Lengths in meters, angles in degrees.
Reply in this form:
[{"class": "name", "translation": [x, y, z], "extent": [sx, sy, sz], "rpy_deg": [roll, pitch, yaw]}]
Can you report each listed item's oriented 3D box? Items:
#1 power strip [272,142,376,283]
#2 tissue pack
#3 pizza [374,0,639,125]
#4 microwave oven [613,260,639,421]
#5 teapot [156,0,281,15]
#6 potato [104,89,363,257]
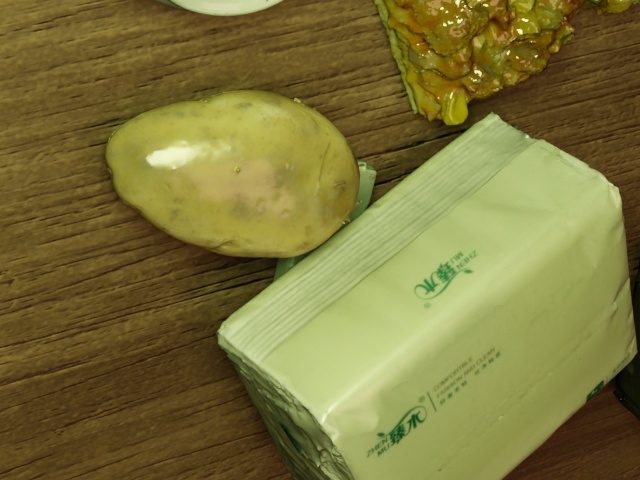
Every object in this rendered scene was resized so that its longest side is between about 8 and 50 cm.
[{"class": "power strip", "translation": [0.000, 0.000, 1.533], "extent": [0.080, 0.029, 0.227], "rpy_deg": [-3, 122, -30]}, {"class": "tissue pack", "translation": [0.122, 0.102, 1.530], "extent": [0.380, 0.207, 0.297], "rpy_deg": [-40, 140, -14]}, {"class": "pizza", "translation": [0.170, -0.266, 1.428], "extent": [0.258, 0.087, 0.268], "rpy_deg": [-36, 131, -11]}, {"class": "microwave oven", "translation": [0.483, 0.119, 1.825], "extent": [0.188, 0.178, 0.247], "rpy_deg": [-15, 128, -24]}, {"class": "teapot", "translation": [-0.090, -0.284, 1.207], "extent": [0.300, 0.166, 0.208], "rpy_deg": [27, 145, -35]}, {"class": "potato", "translation": [-0.079, -0.058, 1.388], "extent": [0.235, 0.128, 0.161], "rpy_deg": [-13, 111, -20]}]
